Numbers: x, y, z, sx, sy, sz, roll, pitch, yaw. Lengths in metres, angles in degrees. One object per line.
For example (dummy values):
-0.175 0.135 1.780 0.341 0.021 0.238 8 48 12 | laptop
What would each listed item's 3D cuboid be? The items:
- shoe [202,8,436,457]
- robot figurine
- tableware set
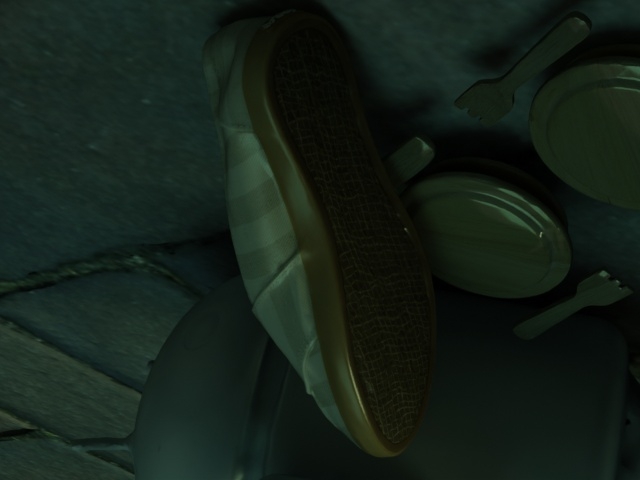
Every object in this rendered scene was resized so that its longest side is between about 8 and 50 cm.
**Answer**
0.000 0.000 0.599 0.058 0.076 0.219 4 119 41 | shoe
0.046 0.125 0.747 0.354 0.199 0.300 10 -175 11 | robot figurine
0.107 -0.031 0.590 0.128 0.039 0.194 35 144 -13 | tableware set
